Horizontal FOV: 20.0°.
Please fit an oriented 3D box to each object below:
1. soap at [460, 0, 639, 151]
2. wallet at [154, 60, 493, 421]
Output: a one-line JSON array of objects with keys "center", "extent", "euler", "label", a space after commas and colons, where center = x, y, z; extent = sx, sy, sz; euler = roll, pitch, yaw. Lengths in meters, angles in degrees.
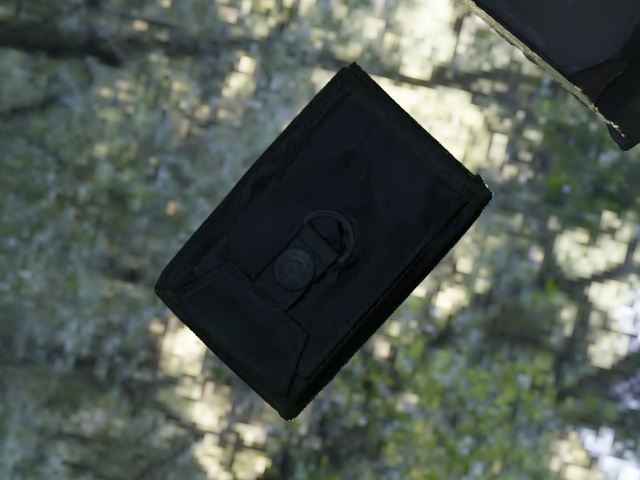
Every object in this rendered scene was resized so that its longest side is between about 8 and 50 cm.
[{"center": [0.252, -0.272, 1.530], "extent": [0.302, 0.258, 0.159], "euler": [-52, 142, 9], "label": "soap"}, {"center": [-0.001, 0.000, 1.379], "extent": [0.236, 0.160, 0.055], "euler": [-49, 165, 9], "label": "wallet"}]
